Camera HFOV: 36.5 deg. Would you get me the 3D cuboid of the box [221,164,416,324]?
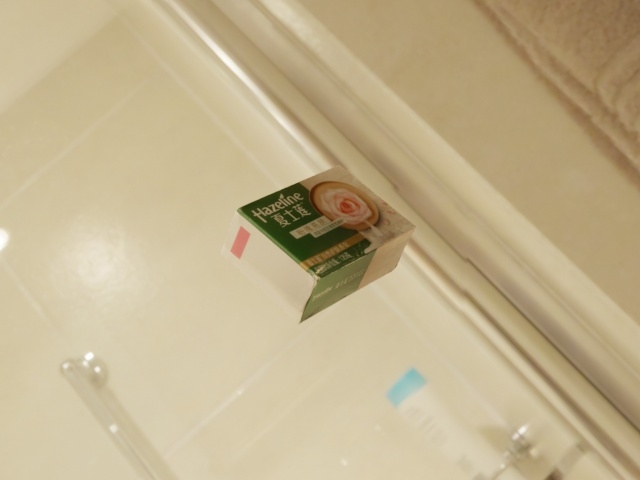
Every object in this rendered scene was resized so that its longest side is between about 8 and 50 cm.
[{"bbox_3d":[0.000,0.000,1.156,0.199,0.135,0.081,-26,-31,-48],"label":"box"}]
